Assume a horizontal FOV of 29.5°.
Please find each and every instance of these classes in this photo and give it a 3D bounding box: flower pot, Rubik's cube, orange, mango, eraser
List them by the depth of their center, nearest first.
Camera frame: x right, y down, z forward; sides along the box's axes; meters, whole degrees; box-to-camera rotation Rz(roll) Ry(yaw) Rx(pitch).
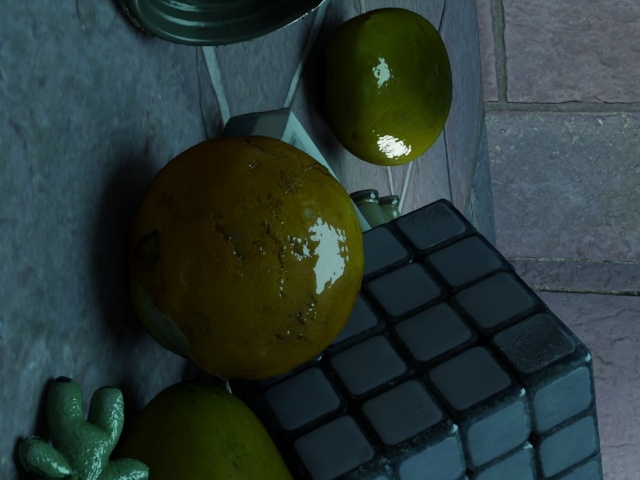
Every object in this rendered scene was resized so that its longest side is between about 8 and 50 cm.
[{"bbox_3d":[-0.101,0.323,1.167,0.264,0.221,0.378,-22,103,-69],"label":"mango"},{"bbox_3d":[-0.094,-0.305,1.170,0.235,0.235,0.141,52,20,-67],"label":"flower pot"},{"bbox_3d":[-0.073,0.017,1.181,0.240,0.240,0.240,2,90,-75],"label":"orange"},{"bbox_3d":[0.101,0.213,1.432,0.337,0.343,0.344,52,-18,48],"label":"Rubik's cube"},{"bbox_3d":[0.000,0.000,1.534,0.404,0.096,0.098,55,43,-45],"label":"eraser"},{"bbox_3d":[0.102,-0.247,1.901,0.365,0.182,0.253,14,80,-76],"label":"mango"}]

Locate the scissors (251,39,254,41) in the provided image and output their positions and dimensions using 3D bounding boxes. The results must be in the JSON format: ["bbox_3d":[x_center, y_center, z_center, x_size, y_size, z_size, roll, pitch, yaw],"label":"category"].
[{"bbox_3d":[-0.090,-0.344,1.484,0.133,0.020,0.187,6,88,-78],"label":"scissors"}]

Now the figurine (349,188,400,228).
[{"bbox_3d":[0.108,0.106,1.990,0.248,0.203,0.381,60,23,-75],"label":"figurine"}]

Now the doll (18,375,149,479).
[{"bbox_3d":[-0.204,0.191,1.024,0.115,0.077,0.150,21,56,-27],"label":"doll"}]
